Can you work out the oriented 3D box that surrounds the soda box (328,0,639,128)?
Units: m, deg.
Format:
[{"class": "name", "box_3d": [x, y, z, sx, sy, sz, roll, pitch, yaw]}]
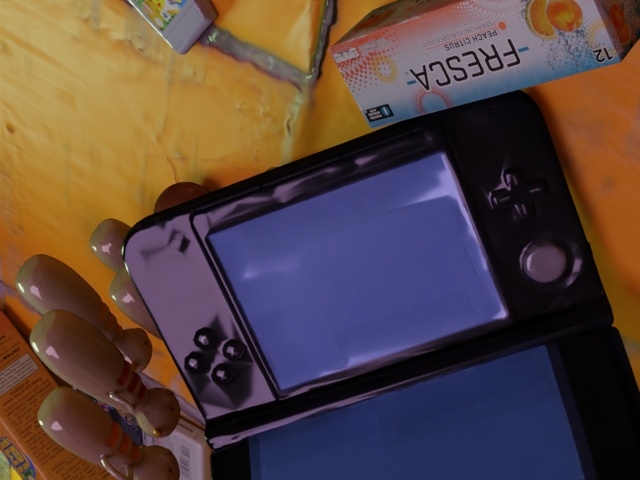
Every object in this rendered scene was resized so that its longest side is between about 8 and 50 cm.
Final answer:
[{"class": "soda box", "box_3d": [0.095, -0.121, 0.660, 0.183, 0.058, 0.063, -9, 118, 45]}]

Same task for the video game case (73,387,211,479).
[{"class": "video game case", "box_3d": [-0.192, 0.235, 1.236, 0.173, 0.022, 0.190, 25, 138, 20]}]

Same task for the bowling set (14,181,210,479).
[{"class": "bowling set", "box_3d": [-0.126, 0.068, 0.933, 0.154, 0.200, 0.287, 44, -171, -32]}]

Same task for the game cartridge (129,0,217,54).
[{"class": "game cartridge", "box_3d": [-0.114, -0.179, 0.815, 0.083, 0.017, 0.056, 47, 136, -4]}]

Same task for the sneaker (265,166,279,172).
[{"class": "sneaker", "box_3d": [0.000, 0.000, 0.856, 0.067, 0.042, 0.118, 5, 125, 41]}]

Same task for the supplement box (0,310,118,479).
[{"class": "supplement box", "box_3d": [-0.318, 0.195, 1.237, 0.233, 0.080, 0.078, 52, 147, -2]}]

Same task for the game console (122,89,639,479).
[{"class": "game console", "box_3d": [0.036, 0.082, 0.699, 0.293, 0.173, 0.250, -20, 110, 12]}]
